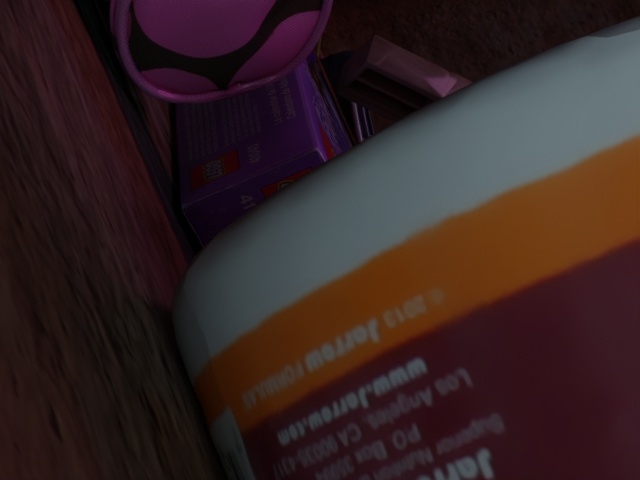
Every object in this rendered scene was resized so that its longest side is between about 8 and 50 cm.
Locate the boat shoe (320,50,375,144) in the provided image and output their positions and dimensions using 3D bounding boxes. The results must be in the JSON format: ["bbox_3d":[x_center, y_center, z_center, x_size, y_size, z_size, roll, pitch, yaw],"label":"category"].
[{"bbox_3d":[0.037,0.013,0.980,0.095,0.079,0.254,45,22,-79],"label":"boat shoe"}]

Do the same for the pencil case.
[{"bbox_3d":[-0.058,-0.153,0.619,0.098,0.095,0.209,114,-35,-44],"label":"pencil case"}]

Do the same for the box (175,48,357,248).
[{"bbox_3d":[0.000,0.000,0.743,0.293,0.057,0.201,-103,169,-64],"label":"box"}]

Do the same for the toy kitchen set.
[{"bbox_3d":[0.033,-0.033,0.779,0.068,0.075,0.083,-38,-148,57],"label":"toy kitchen set"}]

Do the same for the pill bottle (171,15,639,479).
[{"bbox_3d":[0.128,0.152,0.444,0.224,0.224,0.392,45,22,-78],"label":"pill bottle"}]

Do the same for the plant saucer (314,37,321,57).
[{"bbox_3d":[-0.027,-0.196,1.113,0.188,0.045,0.188,35,61,-82],"label":"plant saucer"}]
